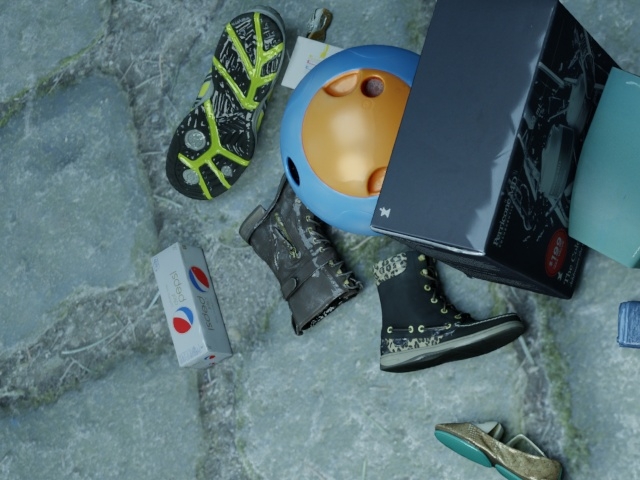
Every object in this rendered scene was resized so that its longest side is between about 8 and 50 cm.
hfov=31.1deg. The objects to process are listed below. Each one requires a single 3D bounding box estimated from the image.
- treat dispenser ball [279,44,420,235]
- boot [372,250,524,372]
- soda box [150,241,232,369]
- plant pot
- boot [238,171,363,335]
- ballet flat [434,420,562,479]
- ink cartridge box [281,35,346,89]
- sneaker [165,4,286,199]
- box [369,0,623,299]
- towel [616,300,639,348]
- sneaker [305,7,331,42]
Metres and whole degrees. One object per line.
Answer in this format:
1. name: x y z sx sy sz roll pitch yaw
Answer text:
1. treat dispenser ball: 0.082 -0.151 1.736 0.288 0.288 0.288 -8 76 33
2. boot: 0.183 0.093 1.745 0.236 0.085 0.179 -19 67 29
3. soda box: -0.228 0.115 2.029 0.069 0.074 0.216 -30 66 27
4. plant pot: 0.446 -0.087 1.558 0.165 0.165 0.234 33 108 35
5. boot: 0.000 0.000 1.900 0.263 0.091 0.229 -48 64 22
6. ballet flat: 0.262 0.304 1.669 0.206 0.073 0.067 27 69 33
7. ink cartridge box: 0.012 -0.279 1.932 0.143 0.092 0.090 23 95 37
8. sneaker: -0.150 -0.235 2.025 0.145 0.147 0.385 30 118 -3
9. box: 0.259 -0.123 1.583 0.178 0.312 0.343 13 85 35
10. towel: 0.467 0.118 1.576 0.119 0.029 0.067 2 82 36
11. sneaker: -0.010 -0.366 2.007 0.037 0.032 0.083 25 90 49
